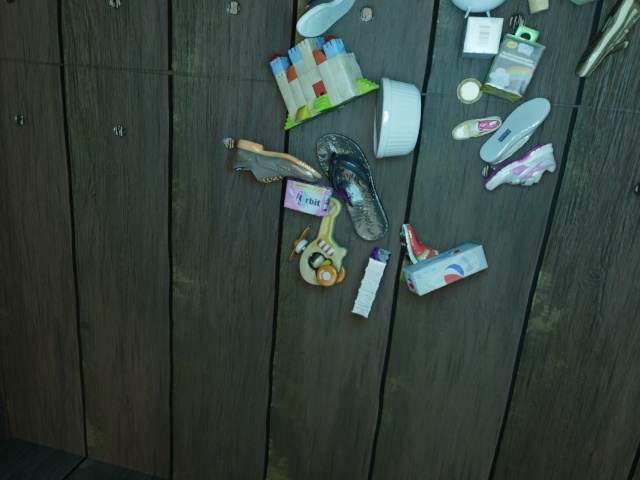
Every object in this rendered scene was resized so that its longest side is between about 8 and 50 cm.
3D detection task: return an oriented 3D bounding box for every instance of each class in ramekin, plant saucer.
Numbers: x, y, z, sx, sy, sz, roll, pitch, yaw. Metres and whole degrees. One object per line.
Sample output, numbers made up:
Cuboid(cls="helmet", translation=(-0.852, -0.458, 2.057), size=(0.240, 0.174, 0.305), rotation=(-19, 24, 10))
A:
Cuboid(cls="ramekin", translation=(0.258, -0.413, 1.611), size=(0.127, 0.273, 0.272), rotation=(3, 106, 0))
Cuboid(cls="plant saucer", translation=(0.518, -0.519, 1.641), size=(0.084, 0.015, 0.083), rotation=(3, 105, 13))

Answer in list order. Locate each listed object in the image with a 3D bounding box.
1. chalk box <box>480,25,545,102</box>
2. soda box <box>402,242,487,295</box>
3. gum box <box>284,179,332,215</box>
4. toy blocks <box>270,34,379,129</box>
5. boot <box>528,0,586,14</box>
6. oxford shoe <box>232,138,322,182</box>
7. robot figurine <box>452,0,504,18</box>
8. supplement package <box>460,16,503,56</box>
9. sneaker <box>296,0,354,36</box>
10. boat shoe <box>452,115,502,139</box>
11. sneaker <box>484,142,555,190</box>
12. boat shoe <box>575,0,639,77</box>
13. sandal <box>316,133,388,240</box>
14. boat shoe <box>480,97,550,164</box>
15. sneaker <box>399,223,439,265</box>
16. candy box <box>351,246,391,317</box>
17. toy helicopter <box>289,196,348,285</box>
Cuboid(cls="chalk box", translation=(0.628, -0.578, 1.533), size=(0.133, 0.132, 0.212), rotation=(23, 102, 8))
Cuboid(cls="soda box", translation=(0.452, 0.100, 1.716), size=(0.287, 0.098, 0.091), rotation=(-20, 100, -12))
Cuboid(cls="gum box", translation=(-0.044, -0.163, 1.810), size=(0.189, 0.062, 0.107), rotation=(17, 103, 34))
Cuboid(cls="toy blocks", translation=(-0.013, -0.580, 1.652), size=(0.382, 0.191, 0.260), rotation=(-13, 101, 42))
Cuboid(cls="boot", translation=(0.779, -0.835, 1.446), size=(0.296, 0.104, 0.211), rotation=(-5, 101, 16))
Cuboid(cls="oxford shoe", translation=(-0.168, -0.271, 1.807), size=(0.364, 0.130, 0.132), rotation=(21, 91, 18))
Cuboid(cls="robot figurine", translation=(0.498, -0.869, 1.452), size=(0.300, 0.200, 0.352), rotation=(-7, 106, -20))
Cuboid(cls="supplement package", translation=(0.514, -0.648, 1.519), size=(0.105, 0.179, 0.105), rotation=(7, 106, 12))
Cuboid(cls="sneaker", translation=(-0.019, -0.795, 1.594), size=(0.147, 0.295, 0.104), rotation=(36, 151, 13))
Cuboid(cls="boat shoe", translation=(0.545, -0.394, 1.644), size=(0.170, 0.059, 0.062), rotation=(-16, 100, 17))
Cuboid(cls="sneaker", translation=(0.695, -0.231, 1.629), size=(0.252, 0.103, 0.111), rotation=(-29, 95, 20))
Cuboid(cls="boat shoe", translation=(0.913, -0.623, 1.476), size=(0.095, 0.095, 0.257), rotation=(28, 109, -1))
Cuboid(cls="sandal", translation=(0.128, -0.203, 1.773), size=(0.168, 0.107, 0.445), rotation=(-27, 97, 19))
Cuboid(cls="boat shoe", translation=(0.668, -0.362, 1.606), size=(0.267, 0.088, 0.096), rotation=(-50, 54, 22))
Cuboid(cls="sneaker", translation=(0.390, 0.052, 1.799), size=(0.119, 0.107, 0.278), rotation=(-26, 101, 0))
Cuboid(cls="candy box", translation=(0.198, 0.159, 1.827), size=(0.071, 0.159, 0.233), rotation=(20, 109, 9))
Cuboid(cls="toy helicopter", translation=(0.000, 0.000, 1.871), size=(0.235, 0.140, 0.354), rotation=(14, 97, 19))
